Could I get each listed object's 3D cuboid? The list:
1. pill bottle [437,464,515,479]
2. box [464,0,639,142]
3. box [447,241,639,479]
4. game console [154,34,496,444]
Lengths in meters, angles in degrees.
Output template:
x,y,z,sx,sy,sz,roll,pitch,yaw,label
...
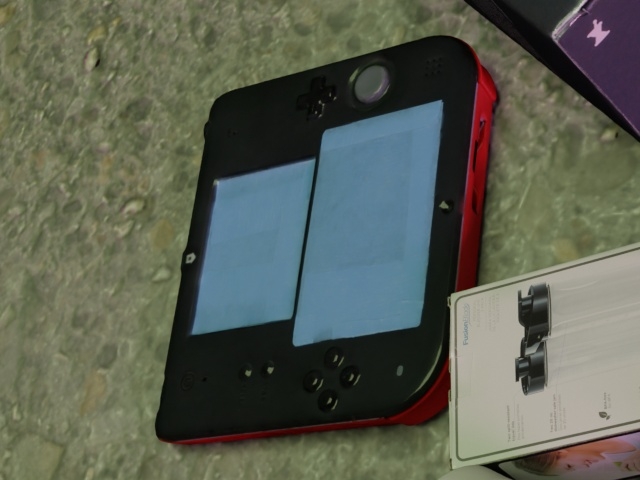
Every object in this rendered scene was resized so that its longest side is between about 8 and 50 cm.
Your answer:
x,y,z,sx,sy,sz,roll,pitch,yaw,label
0.205,0.284,1.254,0.318,0.176,0.176,26,82,42,pill bottle
0.237,-0.326,1.543,0.293,0.212,0.395,-47,47,5,box
0.247,0.096,1.382,0.290,0.087,0.169,-18,53,28,box
0.000,0.000,1.642,0.342,0.060,0.386,-8,61,33,game console
